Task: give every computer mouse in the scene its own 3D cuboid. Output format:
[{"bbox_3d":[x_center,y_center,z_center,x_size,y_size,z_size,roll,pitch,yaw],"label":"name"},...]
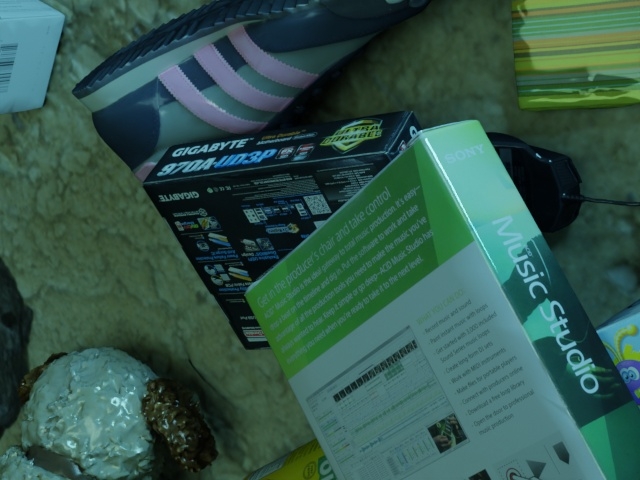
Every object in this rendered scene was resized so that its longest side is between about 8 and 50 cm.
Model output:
[{"bbox_3d":[0.187,-0.036,0.896,0.242,0.041,0.071,9,123,25],"label":"computer mouse"}]

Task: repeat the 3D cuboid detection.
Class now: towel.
[{"bbox_3d":[0.174,-0.206,0.879,0.102,0.021,0.237,0,99,31],"label":"towel"}]

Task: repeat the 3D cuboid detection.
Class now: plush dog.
[{"bbox_3d":[-0.209,0.201,1.135,0.262,0.210,0.225,13,83,32],"label":"plush dog"}]

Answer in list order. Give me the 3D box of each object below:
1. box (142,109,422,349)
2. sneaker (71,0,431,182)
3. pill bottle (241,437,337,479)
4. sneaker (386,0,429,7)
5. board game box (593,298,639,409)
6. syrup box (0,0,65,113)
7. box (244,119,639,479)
[{"bbox_3d":[0.000,0.000,0.968,0.220,0.051,0.175,-6,128,35],"label":"box"},{"bbox_3d":[-0.033,-0.124,1.001,0.319,0.112,0.131,-16,115,33],"label":"sneaker"},{"bbox_3d":[-0.001,0.217,1.022,0.208,0.117,0.118,-32,81,34],"label":"pill bottle"},{"bbox_3d":[0.046,-0.227,0.858,0.235,0.094,0.153,24,69,36],"label":"sneaker"},{"bbox_3d":[0.297,0.138,0.782,0.144,0.142,0.275,-31,83,37],"label":"board game box"},{"bbox_3d":[-0.350,-0.204,1.185,0.237,0.096,0.093,31,116,24],"label":"syrup box"},{"bbox_3d":[0.091,0.118,0.830,0.232,0.058,0.322,-41,74,49],"label":"box"}]
